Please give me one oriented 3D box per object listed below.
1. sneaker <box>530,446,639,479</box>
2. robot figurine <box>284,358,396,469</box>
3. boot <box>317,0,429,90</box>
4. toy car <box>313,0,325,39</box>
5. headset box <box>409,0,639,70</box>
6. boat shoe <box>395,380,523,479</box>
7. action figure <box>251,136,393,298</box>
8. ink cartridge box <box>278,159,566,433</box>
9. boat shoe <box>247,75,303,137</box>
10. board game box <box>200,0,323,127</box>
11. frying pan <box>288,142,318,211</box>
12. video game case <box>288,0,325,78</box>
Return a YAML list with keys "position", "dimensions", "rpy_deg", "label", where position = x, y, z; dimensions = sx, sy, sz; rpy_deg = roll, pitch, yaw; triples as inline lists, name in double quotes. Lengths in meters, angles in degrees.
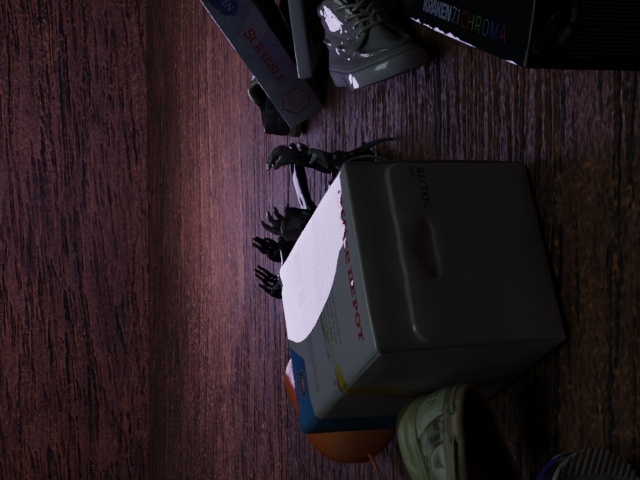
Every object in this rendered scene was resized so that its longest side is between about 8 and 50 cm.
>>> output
- position: [0.224, 0.326, 0.992]
  dimensions: [0.146, 0.102, 0.293]
  rpy_deg: [143, 129, -74]
  label: "sneaker"
- position: [0.029, 0.210, 1.534]
  dimensions: [0.158, 0.128, 0.219]
  rpy_deg: [-66, 25, 18]
  label: "robot figurine"
- position: [0.050, -0.257, 1.425]
  dimensions: [0.258, 0.095, 0.123]
  rpy_deg: [-159, 48, -72]
  label: "boot"
- position: [0.043, -0.402, 1.543]
  dimensions: [0.225, 0.053, 0.239]
  rpy_deg: [172, 95, -72]
  label: "toy car"
- position: [0.190, -0.303, 0.960]
  dimensions: [0.246, 0.131, 0.283]
  rpy_deg: [-131, 43, -63]
  label: "headset box"
- position: [0.163, 0.276, 1.104]
  dimensions: [0.089, 0.104, 0.285]
  rpy_deg: [-34, 79, 50]
  label: "boat shoe"
- position: [-0.014, -0.046, 1.549]
  dimensions: [0.276, 0.141, 0.164]
  rpy_deg: [-57, 18, 38]
  label: "action figure"
- position: [0.091, 0.064, 1.199]
  dimensions: [0.270, 0.197, 0.198]
  rpy_deg: [122, 142, -61]
  label: "ink cartridge box"
- position: [-0.084, -0.254, 1.920]
  dimensions: [0.080, 0.073, 0.223]
  rpy_deg: [105, 156, -43]
  label: "boat shoe"
- position: [-0.128, -0.379, 1.779]
  dimensions: [0.318, 0.066, 0.319]
  rpy_deg: [53, -169, -43]
  label: "board game box"
- position: [-0.005, 0.024, 1.739]
  dimensions: [0.326, 0.053, 0.197]
  rpy_deg: [-110, 27, -47]
  label: "frying pan"
- position: [-0.022, -0.345, 1.635]
  dimensions: [0.173, 0.022, 0.190]
  rpy_deg: [-75, -21, -63]
  label: "video game case"
